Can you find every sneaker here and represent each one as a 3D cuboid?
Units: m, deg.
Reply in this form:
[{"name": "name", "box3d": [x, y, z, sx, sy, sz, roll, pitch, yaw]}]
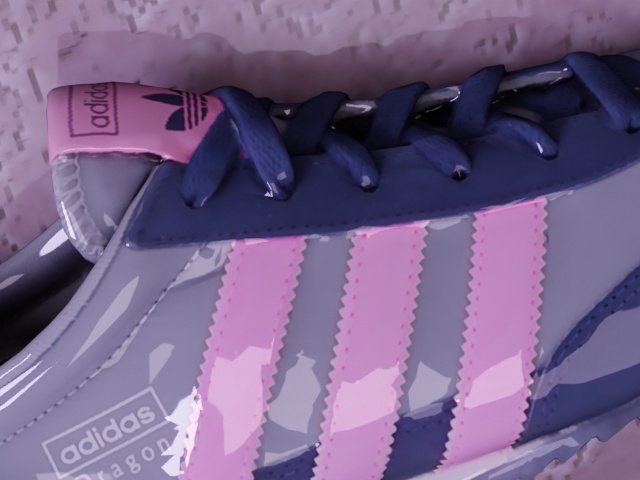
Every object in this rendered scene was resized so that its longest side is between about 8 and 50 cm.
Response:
[{"name": "sneaker", "box3d": [0.000, 0.000, 0.351, 0.319, 0.112, 0.131, -30, 112, 0]}]
